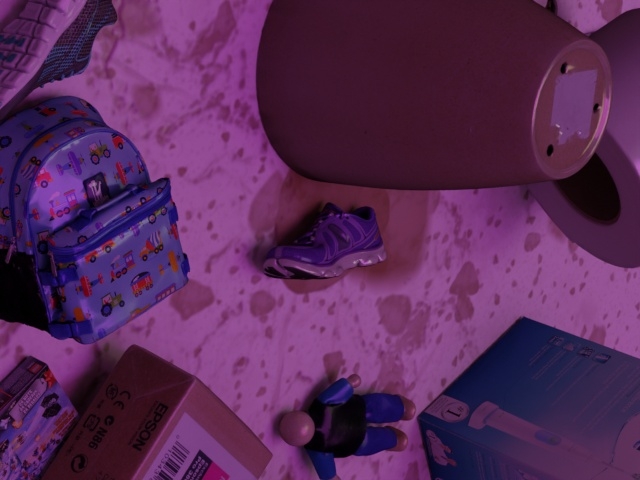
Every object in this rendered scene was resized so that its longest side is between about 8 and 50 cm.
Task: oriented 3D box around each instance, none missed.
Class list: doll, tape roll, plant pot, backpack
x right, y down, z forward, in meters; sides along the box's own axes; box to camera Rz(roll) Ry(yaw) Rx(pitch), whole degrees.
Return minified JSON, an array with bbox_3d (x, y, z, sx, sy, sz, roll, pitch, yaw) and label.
[{"bbox_3d":[0.027,0.205,1.611,0.189,0.046,0.129,8,97,-50],"label":"doll"},{"bbox_3d":[0.346,-0.115,1.668,0.169,0.246,0.246,-35,130,-17],"label":"tape roll"},{"bbox_3d":[0.126,-0.151,1.408,0.256,0.274,0.256,-20,118,-43],"label":"plant pot"},{"bbox_3d":[-0.197,-0.024,1.218,0.158,0.117,0.173,-29,122,-39],"label":"backpack"}]

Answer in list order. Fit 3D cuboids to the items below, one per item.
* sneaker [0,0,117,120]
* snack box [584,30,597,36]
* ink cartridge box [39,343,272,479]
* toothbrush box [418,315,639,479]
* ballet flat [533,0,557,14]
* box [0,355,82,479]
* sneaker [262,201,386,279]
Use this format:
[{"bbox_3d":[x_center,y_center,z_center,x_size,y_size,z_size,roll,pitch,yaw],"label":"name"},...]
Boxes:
[{"bbox_3d":[-0.217,-0.148,1.190,0.166,0.065,0.076,-55,141,-16],"label":"sneaker"},{"bbox_3d":[0.382,-0.237,1.855,0.178,0.022,0.064,-19,117,-43],"label":"snack box"},{"bbox_3d":[-0.166,0.241,1.355,0.235,0.088,0.193,-58,147,-15],"label":"ink cartridge box"},{"bbox_3d":[0.299,0.235,1.735,0.216,0.295,0.126,-40,131,-33],"label":"toothbrush box"},{"bbox_3d":[0.189,-0.289,1.584,0.213,0.068,0.072,31,81,-49],"label":"ballet flat"},{"bbox_3d":[-0.270,0.179,1.281,0.137,0.027,0.094,-47,136,-26],"label":"box"},{"bbox_3d":[0.000,0.000,1.503,0.170,0.068,0.071,-17,102,-53],"label":"sneaker"}]
